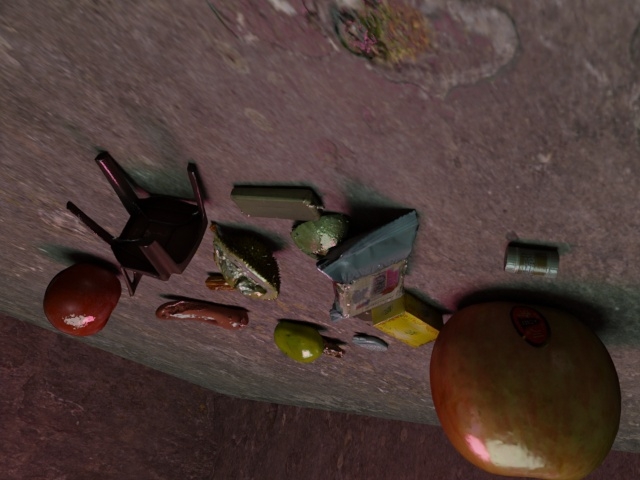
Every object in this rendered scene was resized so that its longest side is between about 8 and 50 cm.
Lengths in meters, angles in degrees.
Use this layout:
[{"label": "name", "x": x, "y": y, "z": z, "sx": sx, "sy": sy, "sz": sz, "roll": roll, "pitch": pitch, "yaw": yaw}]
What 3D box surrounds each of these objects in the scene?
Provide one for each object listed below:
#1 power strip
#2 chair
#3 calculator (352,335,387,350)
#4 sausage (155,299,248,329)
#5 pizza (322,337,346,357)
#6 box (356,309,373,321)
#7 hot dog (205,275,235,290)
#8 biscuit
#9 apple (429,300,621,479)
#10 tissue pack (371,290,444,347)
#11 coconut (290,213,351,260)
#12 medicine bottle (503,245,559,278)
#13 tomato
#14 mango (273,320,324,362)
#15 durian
[{"label": "power strip", "x": -0.069, "y": -0.064, "z": 0.944, "sx": 0.168, "sy": 0.028, "sz": 0.076, "roll": 5, "pitch": 155, "yaw": 22}, {"label": "chair", "x": -0.307, "y": -0.001, "z": 1.027, "sx": 0.183, "sy": 0.176, "sz": 0.326, "roll": 16, "pitch": 154, "yaw": 13}, {"label": "calculator", "x": 0.152, "y": 0.319, "z": 1.698, "sx": 0.095, "sy": 0.021, "sz": 0.153, "roll": -5, "pitch": 152, "yaw": 34}, {"label": "sausage", "x": -0.369, "y": 0.228, "z": 1.698, "sx": 0.304, "sy": 0.078, "sz": 0.078, "roll": 7, "pitch": 156, "yaw": 9}, {"label": "pizza", "x": -0.025, "y": 0.342, "z": 1.804, "sx": 0.195, "sy": 0.053, "sz": 0.185, "roll": 26, "pitch": 161, "yaw": -37}, {"label": "box", "x": 0.119, "y": 0.168, "z": 1.365, "sx": 0.090, "sy": 0.031, "sz": 0.126, "roll": -3, "pitch": 151, "yaw": 32}, {"label": "hot dog", "x": -0.244, "y": 0.109, "z": 1.417, "sx": 0.122, "sy": 0.037, "sz": 0.049, "roll": 0, "pitch": 143, "yaw": 15}, {"label": "biscuit", "x": 0.085, "y": 0.062, "z": 1.015, "sx": 0.186, "sy": 0.079, "sz": 0.309, "roll": -24, "pitch": 157, "yaw": -8}, {"label": "apple", "x": 0.430, "y": 0.324, "z": 1.169, "sx": 0.391, "sy": 0.347, "sz": 0.391, "roll": 8, "pitch": 158, "yaw": 3}, {"label": "tissue pack", "x": 0.210, "y": 0.191, "z": 1.299, "sx": 0.095, "sy": 0.062, "sz": 0.176, "roll": -30, "pitch": 135, "yaw": 30}, {"label": "coconut", "x": 0.001, "y": 0.005, "z": 1.029, "sx": 0.133, "sy": 0.055, "sz": 0.158, "roll": 4, "pitch": 154, "yaw": 17}, {"label": "medicine bottle", "x": 0.357, "y": 0.036, "z": 0.926, "sx": 0.083, "sy": 0.047, "sz": 0.047, "roll": 7, "pitch": 156, "yaw": 12}, {"label": "tomato", "x": -0.669, "y": 0.160, "z": 1.531, "sx": 0.184, "sy": 0.208, "sz": 0.208, "roll": 26, "pitch": 154, "yaw": -13}, {"label": "mango", "x": -0.067, "y": 0.314, "z": 1.691, "sx": 0.163, "sy": 0.089, "sz": 0.117, "roll": 12, "pitch": 114, "yaw": 22}, {"label": "durian", "x": -0.164, "y": 0.038, "z": 1.153, "sx": 0.146, "sy": 0.102, "sz": 0.208, "roll": -19, "pitch": 118, "yaw": 47}]
